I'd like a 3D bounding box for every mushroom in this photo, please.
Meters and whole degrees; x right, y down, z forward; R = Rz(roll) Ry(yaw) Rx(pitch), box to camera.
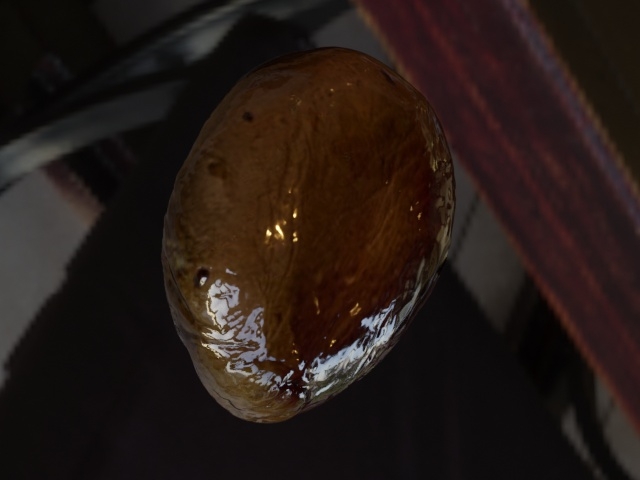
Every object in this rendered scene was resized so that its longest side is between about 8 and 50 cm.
[{"bbox_3d":[0.000,0.000,0.593,0.123,0.052,0.123,-15,110,-48],"label":"mushroom"}]
